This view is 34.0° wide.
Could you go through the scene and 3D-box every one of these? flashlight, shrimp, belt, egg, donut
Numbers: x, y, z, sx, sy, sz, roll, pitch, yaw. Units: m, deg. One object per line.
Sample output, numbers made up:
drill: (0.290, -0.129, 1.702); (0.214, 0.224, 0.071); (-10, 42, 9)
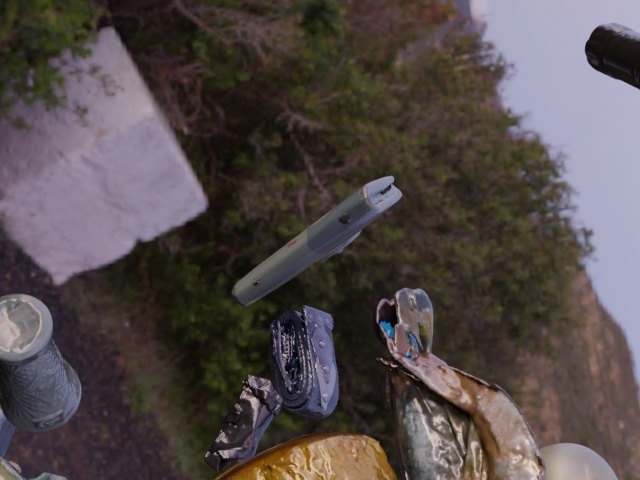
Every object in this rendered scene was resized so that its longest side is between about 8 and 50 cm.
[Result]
flashlight: (0.479, -0.243, 1.481); (0.424, 0.103, 0.103); (-103, -179, -71)
shrimp: (0.179, 0.251, 1.447); (0.110, 0.221, 0.446); (13, 43, -41)
belt: (-0.043, 0.247, 2.103); (0.128, 0.122, 0.218); (22, 51, -49)
egg: (0.419, 0.481, 1.830); (0.219, 0.219, 0.269); (73, 28, -46)
donut: (-0.047, 0.363, 1.348); (0.330, 0.330, 0.160); (70, -4, -56)

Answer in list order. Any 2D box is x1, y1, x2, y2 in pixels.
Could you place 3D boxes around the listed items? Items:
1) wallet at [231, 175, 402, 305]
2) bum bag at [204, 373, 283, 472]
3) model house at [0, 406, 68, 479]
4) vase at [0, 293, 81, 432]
wallet: (0.000, 0.000, 2.089); (0.083, 0.360, 0.252); (56, 23, 3)
bum bag: (-0.142, 0.350, 1.966); (0.198, 0.087, 0.049); (-62, -175, -14)
model house: (-0.526, 0.371, 1.530); (0.342, 0.382, 0.334); (-9, 132, -52)
vase: (-0.323, 0.135, 1.156); (0.219, 0.096, 0.096); (103, -18, -62)
